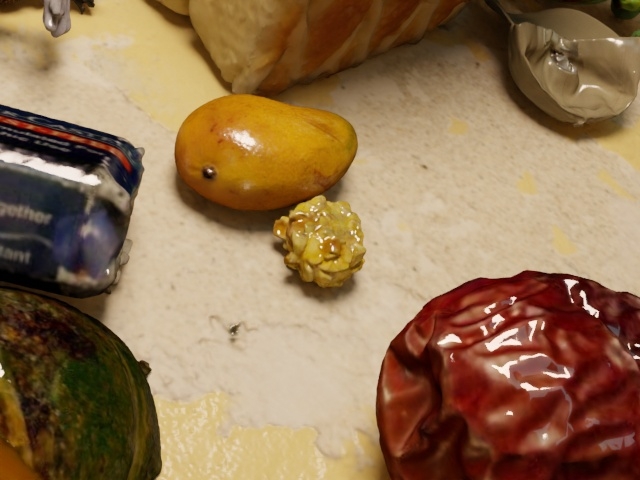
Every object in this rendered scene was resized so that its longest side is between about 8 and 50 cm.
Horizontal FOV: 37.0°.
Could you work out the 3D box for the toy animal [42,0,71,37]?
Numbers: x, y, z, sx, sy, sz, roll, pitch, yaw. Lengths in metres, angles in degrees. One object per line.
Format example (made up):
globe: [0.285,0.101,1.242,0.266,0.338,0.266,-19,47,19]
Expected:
toy animal: [-0.303,-0.233,0.803,0.206,0.081,0.366,21,69,-4]

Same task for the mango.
mango: [-0.044,-0.075,0.829,0.165,0.089,0.115,6,40,-19]

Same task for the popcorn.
popcorn: [0.000,0.000,0.804,0.083,0.057,0.082,23,47,0]

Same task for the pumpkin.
pumpkin: [-0.221,0.068,0.627,0.279,0.111,0.163,27,43,1]

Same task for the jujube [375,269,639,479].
jujube: [0.209,0.130,0.689,0.342,0.216,0.216,3,52,-23]

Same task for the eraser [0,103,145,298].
eraser: [-0.290,-0.056,0.671,0.332,0.101,0.155,16,15,-11]

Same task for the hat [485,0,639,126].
hat: [0.251,-0.205,1.081,0.166,0.144,0.173,5,8,-20]

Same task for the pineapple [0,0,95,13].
pineapple: [-0.265,-0.246,0.897,0.124,0.058,0.058,-3,55,-27]

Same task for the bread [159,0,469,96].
bread: [0.042,-0.365,0.911,0.371,0.390,0.279,-25,74,-37]

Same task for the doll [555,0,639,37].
doll: [0.339,-0.355,1.139,0.322,0.198,0.186,34,76,-3]
